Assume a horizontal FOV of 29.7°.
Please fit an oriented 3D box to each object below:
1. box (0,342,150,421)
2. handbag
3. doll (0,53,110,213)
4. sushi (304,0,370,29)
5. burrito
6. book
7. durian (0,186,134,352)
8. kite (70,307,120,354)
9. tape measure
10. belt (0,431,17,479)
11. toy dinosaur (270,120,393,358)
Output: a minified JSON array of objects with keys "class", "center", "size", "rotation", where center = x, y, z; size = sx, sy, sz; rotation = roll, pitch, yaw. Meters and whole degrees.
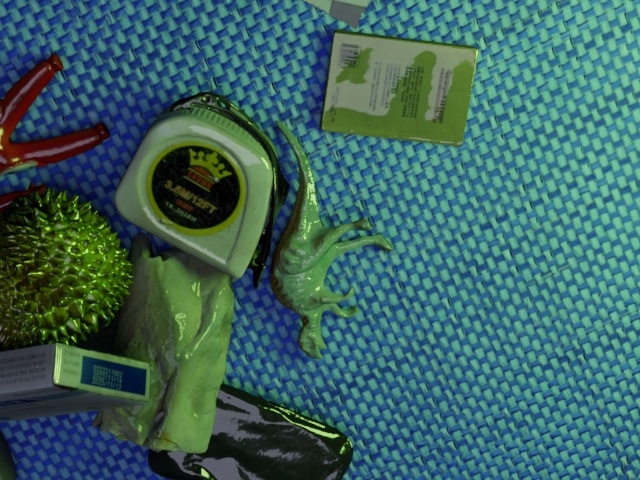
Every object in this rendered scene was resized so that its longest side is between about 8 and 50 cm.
[{"class":"box","center":[-0.446,0.218,1.798],"size":[0.343,0.200,0.065],"rotation":[-11,70,32]},{"class":"handbag","center":[-0.122,0.349,2.011],"size":[0.332,0.075,0.192],"rotation":[25,98,-9]},{"class":"doll","center":[-0.516,-0.118,1.817],"size":[0.384,0.099,0.188],"rotation":[-31,107,-3]},{"class":"sushi","center":[-0.014,-0.522,1.753],"size":[0.339,0.069,0.320],"rotation":[26,103,-13]},{"class":"burrito","center":[-0.238,0.161,1.884],"size":[0.190,0.135,0.332],"rotation":[11,90,-2]},{"class":"book","center":[0.122,-0.238,1.881],"size":[0.230,0.026,0.161],"rotation":[6,107,-8]},{"class":"durian","center":[-0.400,0.055,1.795],"size":[0.224,0.291,0.291],"rotation":[34,101,-9]},{"class":"kite","center":[-0.294,0.127,1.955],"size":[0.245,0.015,0.141],"rotation":[0,107,-4]},{"class":"tape measure","center":[-0.150,-0.089,1.841],"size":[0.271,0.133,0.231],"rotation":[31,112,-6]},{"class":"belt","center":[-0.573,0.373,1.945],"size":[0.128,0.124,0.201],"rotation":[-18,108,1]},{"class":"toy dinosaur","center":[0.000,0.000,1.916],"size":[0.205,0.092,0.393],"rotation":[-20,111,5]}]
